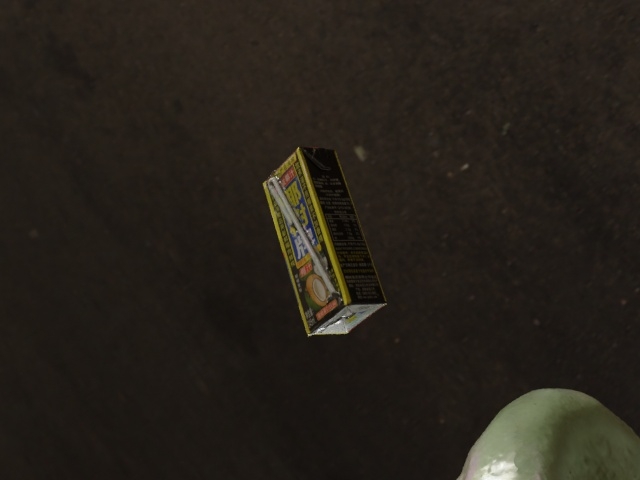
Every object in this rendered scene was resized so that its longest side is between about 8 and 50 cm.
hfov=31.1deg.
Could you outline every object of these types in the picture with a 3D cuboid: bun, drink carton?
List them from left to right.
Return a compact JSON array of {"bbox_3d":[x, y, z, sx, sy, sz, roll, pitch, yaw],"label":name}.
[{"bbox_3d":[0.000,0.000,1.075,0.071,0.056,0.166,-40,59,42],"label":"drink carton"},{"bbox_3d":[0.194,0.282,0.994,0.187,0.293,0.293,-28,95,32],"label":"bun"}]
